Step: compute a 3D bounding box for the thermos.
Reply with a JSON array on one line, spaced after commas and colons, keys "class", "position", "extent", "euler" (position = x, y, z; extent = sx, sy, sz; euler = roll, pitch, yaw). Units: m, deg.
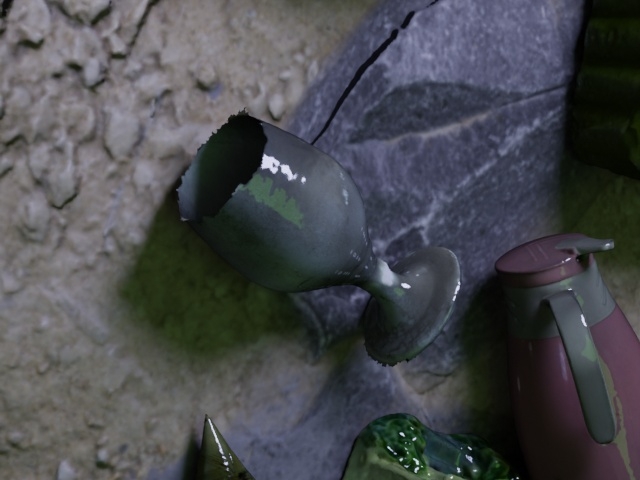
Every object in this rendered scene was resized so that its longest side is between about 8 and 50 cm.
[{"class": "thermos", "position": [0.237, 0.128, 1.622], "extent": [0.146, 0.176, 0.265], "euler": [-18, 106, 0]}]

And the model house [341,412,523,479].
[{"class": "model house", "position": [0.136, 0.277, 1.573], "extent": [0.214, 0.189, 0.195], "euler": [27, 86, -29]}]

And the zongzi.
[{"class": "zongzi", "position": [-0.062, 0.210, 1.533], "extent": [0.104, 0.052, 0.113], "euler": [12, 78, -38]}]

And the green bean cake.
[{"class": "green bean cake", "position": [0.373, -0.166, 1.666], "extent": [0.246, 0.156, 0.250], "euler": [10, 92, -29]}]

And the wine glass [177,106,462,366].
[{"class": "wine glass", "position": [0.000, 0.000, 1.492], "extent": [0.241, 0.126, 0.126], "euler": [33, 80, -31]}]
